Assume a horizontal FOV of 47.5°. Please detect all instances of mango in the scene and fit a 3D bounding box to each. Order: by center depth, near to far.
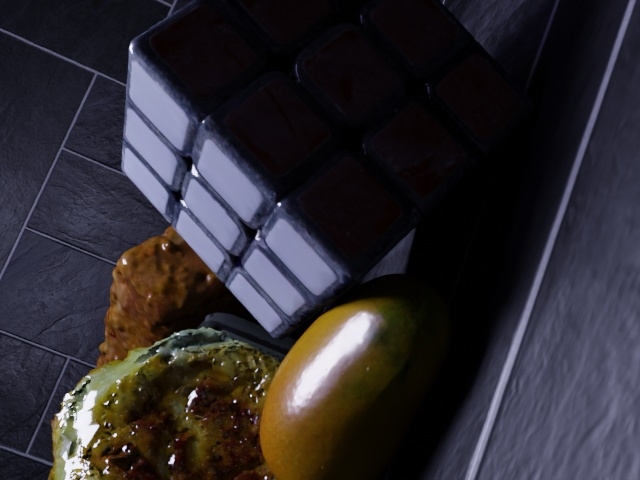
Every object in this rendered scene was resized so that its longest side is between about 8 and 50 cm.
[{"bbox_3d":[0.035,0.140,0.728,0.254,0.139,0.175,-57,22,13],"label":"mango"}]

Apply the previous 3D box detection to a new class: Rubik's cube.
[{"bbox_3d":[-0.013,-0.111,0.816,0.305,0.304,0.301,-40,-2,-25],"label":"Rubik's cube"}]

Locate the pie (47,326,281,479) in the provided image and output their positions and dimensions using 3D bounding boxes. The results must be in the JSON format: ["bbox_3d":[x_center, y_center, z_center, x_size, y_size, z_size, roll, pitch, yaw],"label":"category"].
[{"bbox_3d":[-0.129,0.254,0.800,0.288,0.354,0.103,-48,-9,-36],"label":"pie"}]

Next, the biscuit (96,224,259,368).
[{"bbox_3d":[-0.226,0.111,1.344,0.342,0.166,0.395,-37,-18,-39],"label":"biscuit"}]

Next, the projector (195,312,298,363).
[{"bbox_3d":[-0.170,0.348,1.037,0.395,0.242,0.405,129,163,-62],"label":"projector"}]
